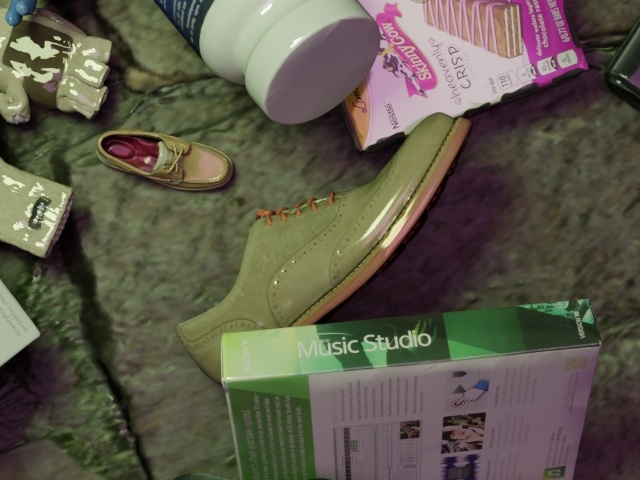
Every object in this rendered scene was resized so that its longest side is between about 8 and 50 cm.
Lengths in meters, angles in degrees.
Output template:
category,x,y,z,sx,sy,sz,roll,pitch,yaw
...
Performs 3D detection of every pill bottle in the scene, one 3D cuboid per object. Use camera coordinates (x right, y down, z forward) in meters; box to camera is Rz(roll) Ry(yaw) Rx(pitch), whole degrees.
category,x,y,z,sx,sy,sz,roll,pitch,yaw
pill bottle,-0.070,-0.237,1.202,0.153,0.153,0.264,-37,64,-3

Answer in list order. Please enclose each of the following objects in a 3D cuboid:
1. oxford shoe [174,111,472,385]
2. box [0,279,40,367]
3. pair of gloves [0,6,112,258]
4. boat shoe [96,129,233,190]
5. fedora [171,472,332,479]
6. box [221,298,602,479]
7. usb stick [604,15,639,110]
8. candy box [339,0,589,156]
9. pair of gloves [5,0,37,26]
category,x,y,z,sx,sy,sz,roll,pitch,yaw
oxford shoe,0.000,0.000,1.239,0.130,0.123,0.348,41,95,6
box,-0.387,0.078,1.190,0.182,0.119,0.181,-41,99,-40
pair of gloves,-0.316,-0.116,1.286,0.204,0.042,0.240,13,81,5
boat shoe,-0.153,-0.078,1.290,0.135,0.045,0.050,8,87,-1
fedora,-0.015,0.331,1.191,0.152,0.334,0.334,-27,88,-35
box,0.079,0.155,1.205,0.322,0.232,0.058,-6,50,-3
usb stick,0.380,-0.251,1.315,0.077,0.045,0.278,33,87,7
candy box,0.120,-0.195,1.291,0.233,0.071,0.159,-21,89,-2
pair of gloves,-0.236,-0.291,1.230,0.023,0.159,0.198,30,106,-25
